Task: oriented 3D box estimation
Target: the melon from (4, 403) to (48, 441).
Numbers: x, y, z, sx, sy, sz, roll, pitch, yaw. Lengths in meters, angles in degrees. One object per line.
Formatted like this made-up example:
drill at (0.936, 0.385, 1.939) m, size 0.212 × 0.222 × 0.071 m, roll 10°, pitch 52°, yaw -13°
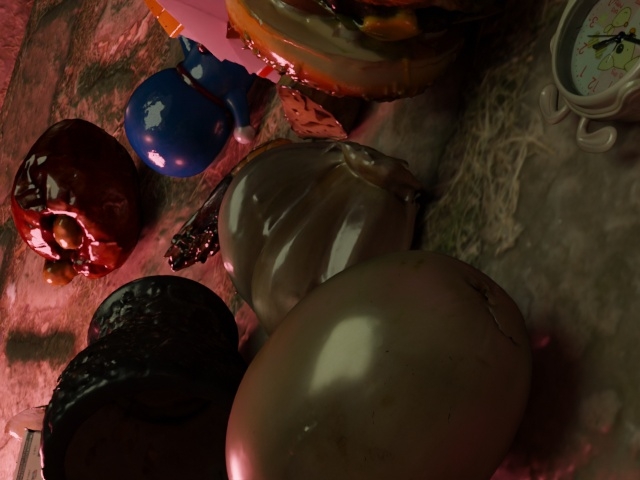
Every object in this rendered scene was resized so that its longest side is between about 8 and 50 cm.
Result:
melon at (-0.371, 0.288, 1.764) m, size 0.139 × 0.202 × 0.093 m, roll 31°, pitch -124°, yaw -85°

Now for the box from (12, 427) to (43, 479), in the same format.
box at (-0.336, 0.339, 1.624) m, size 0.247 × 0.033 × 0.129 m, roll -1°, pitch 71°, yaw 32°

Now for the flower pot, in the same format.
flower pot at (-0.186, 0.185, 1.361) m, size 0.266 × 0.266 × 0.267 m, roll -57°, pitch 21°, yaw 22°

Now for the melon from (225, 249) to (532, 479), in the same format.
melon at (0.046, 0.148, 0.996) m, size 0.317 × 0.223 × 0.223 m, roll -53°, pitch 32°, yaw 29°

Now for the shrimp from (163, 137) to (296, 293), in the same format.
shrimp at (-0.115, -0.005, 1.545) m, size 0.290 × 0.054 × 0.222 m, roll -37°, pitch 41°, yaw 33°

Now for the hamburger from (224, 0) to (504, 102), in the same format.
hamburger at (0.043, -0.281, 1.222) m, size 0.291 × 0.291 × 0.225 m, roll -103°, pitch 24°, yaw -45°

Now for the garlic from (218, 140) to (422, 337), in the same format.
garlic at (0.000, 0.000, 1.295) m, size 0.237 × 0.210 × 0.292 m, roll 44°, pitch 110°, yaw 23°

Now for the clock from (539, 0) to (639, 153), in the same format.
clock at (0.264, -0.170, 0.989) m, size 0.191 × 0.062 × 0.151 m, roll -61°, pitch 30°, yaw 17°

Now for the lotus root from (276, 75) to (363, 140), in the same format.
lotus root at (0.013, -0.190, 1.424) m, size 0.135 × 0.095 × 0.159 m, roll -64°, pitch -12°, yaw -1°

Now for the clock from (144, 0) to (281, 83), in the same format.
clock at (-0.120, -0.360, 1.519) m, size 0.166 × 0.309 × 0.235 m, roll -37°, pitch 43°, yaw 47°

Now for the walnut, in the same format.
walnut at (-0.403, -0.060, 1.949) m, size 0.269 × 0.222 × 0.244 m, roll -83°, pitch 6°, yaw -50°

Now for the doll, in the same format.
doll at (-0.175, -0.214, 1.689) m, size 0.257 × 0.161 × 0.215 m, roll -47°, pitch 65°, yaw 13°
